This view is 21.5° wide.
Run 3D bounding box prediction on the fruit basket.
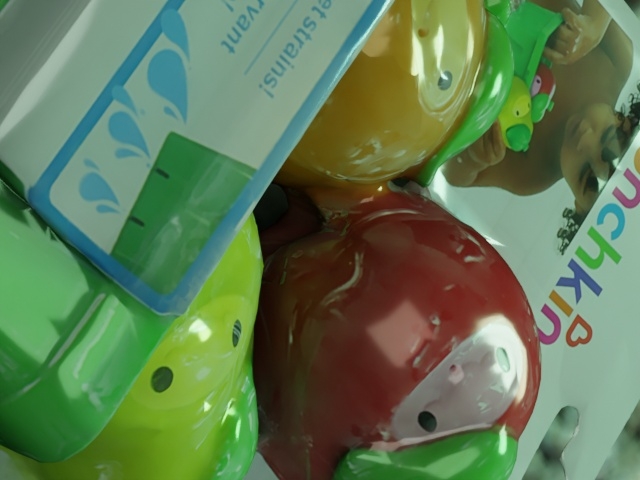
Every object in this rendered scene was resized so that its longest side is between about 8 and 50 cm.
[{"bbox_3d":[0.000,0.000,0.573,0.353,0.165,0.327,42,73,-24],"label":"fruit basket"}]
